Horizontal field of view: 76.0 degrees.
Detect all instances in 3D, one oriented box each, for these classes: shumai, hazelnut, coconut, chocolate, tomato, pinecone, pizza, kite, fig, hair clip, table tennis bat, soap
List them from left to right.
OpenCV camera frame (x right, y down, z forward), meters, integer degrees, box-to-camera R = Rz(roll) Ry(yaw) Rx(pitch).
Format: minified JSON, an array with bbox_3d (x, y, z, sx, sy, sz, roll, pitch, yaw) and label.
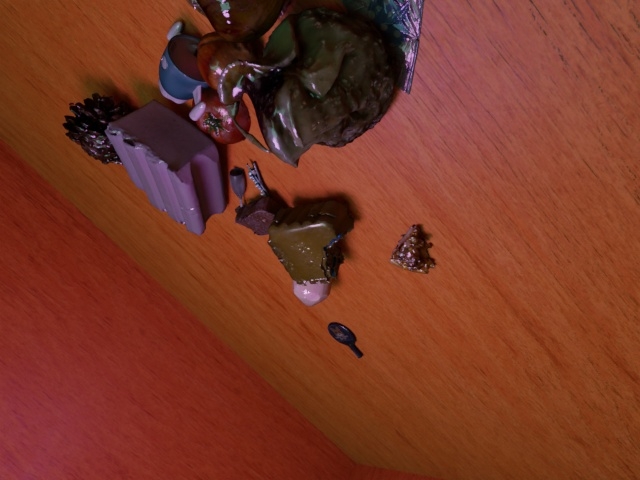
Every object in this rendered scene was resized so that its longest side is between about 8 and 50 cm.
[{"bbox_3d":[-0.863,-0.448,1.653,0.298,0.242,0.296,19,142,-9],"label":"pinecone"},{"bbox_3d":[-0.556,-0.260,1.572,0.350,0.213,0.435,31,152,11],"label":"soap"},{"bbox_3d":[-0.345,-0.419,1.391,0.225,0.085,0.225,20,138,19],"label":"tomato"},{"bbox_3d":[-0.255,-0.509,1.161,0.182,0.182,0.182,23,141,20],"label":"hazelnut"},{"bbox_3d":[-0.233,-0.220,1.546,0.049,0.049,0.173,3,133,38],"label":"hair clip"},{"bbox_3d":[-0.221,-0.098,1.594,0.214,0.093,0.148,-15,145,43],"label":"chocolate"},{"bbox_3d":[-0.115,-0.579,0.889,0.321,0.217,0.217,-22,120,8],"label":"fig"},{"bbox_3d":[-0.039,-0.334,1.001,0.395,0.348,0.395,21,144,16],"label":"shumai"},{"bbox_3d":[-0.039,0.180,1.675,0.171,0.171,0.182,18,97,25],"label":"coconut"},{"bbox_3d":[0.127,0.486,2.005,0.236,0.027,0.150,51,141,-13],"label":"table tennis bat"},{"bbox_3d":[0.125,-0.492,0.978,0.314,0.011,0.335,-20,114,49],"label":"kite"},{"bbox_3d":[0.300,0.035,1.341,0.154,0.069,0.194,20,141,24],"label":"pizza"}]

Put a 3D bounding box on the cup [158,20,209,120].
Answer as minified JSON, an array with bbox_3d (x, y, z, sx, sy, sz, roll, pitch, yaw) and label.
[{"bbox_3d":[-0.422,-0.518,1.275,0.173,0.168,0.299,-23,82,48],"label":"cup"}]

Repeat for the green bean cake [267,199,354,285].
[{"bbox_3d":[0.000,0.000,1.471,0.285,0.202,0.310,-4,128,27],"label":"green bean cake"}]

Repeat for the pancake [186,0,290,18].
[{"bbox_3d":[-0.227,-0.702,0.989,0.387,0.082,0.387,17,141,15],"label":"pancake"}]

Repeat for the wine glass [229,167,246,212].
[{"bbox_3d":[-0.323,-0.193,1.625,0.066,0.066,0.198,23,141,19],"label":"wine glass"}]
